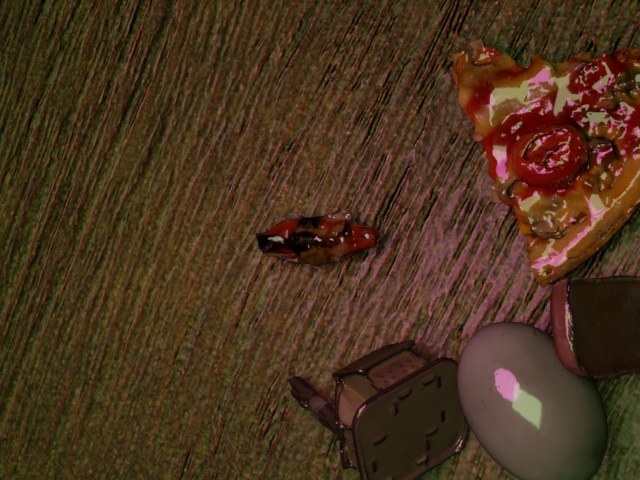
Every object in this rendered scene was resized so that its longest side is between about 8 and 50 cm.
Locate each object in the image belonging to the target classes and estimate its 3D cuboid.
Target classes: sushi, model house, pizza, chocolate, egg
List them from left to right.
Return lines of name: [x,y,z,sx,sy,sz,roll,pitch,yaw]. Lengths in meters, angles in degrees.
sushi: [0.001,-0.002,1.841,0.226,0.097,0.103,-1,42,24]
model house: [0.082,0.257,1.782,0.278,0.218,0.205,34,141,50]
egg: [0.329,0.256,1.639,0.203,0.203,0.283,-33,75,14]
pizza: [0.360,-0.186,1.718,0.406,0.130,0.440,34,96,18]
chocolate: [0.430,0.135,1.612,0.083,0.261,0.161,-14,76,47]
